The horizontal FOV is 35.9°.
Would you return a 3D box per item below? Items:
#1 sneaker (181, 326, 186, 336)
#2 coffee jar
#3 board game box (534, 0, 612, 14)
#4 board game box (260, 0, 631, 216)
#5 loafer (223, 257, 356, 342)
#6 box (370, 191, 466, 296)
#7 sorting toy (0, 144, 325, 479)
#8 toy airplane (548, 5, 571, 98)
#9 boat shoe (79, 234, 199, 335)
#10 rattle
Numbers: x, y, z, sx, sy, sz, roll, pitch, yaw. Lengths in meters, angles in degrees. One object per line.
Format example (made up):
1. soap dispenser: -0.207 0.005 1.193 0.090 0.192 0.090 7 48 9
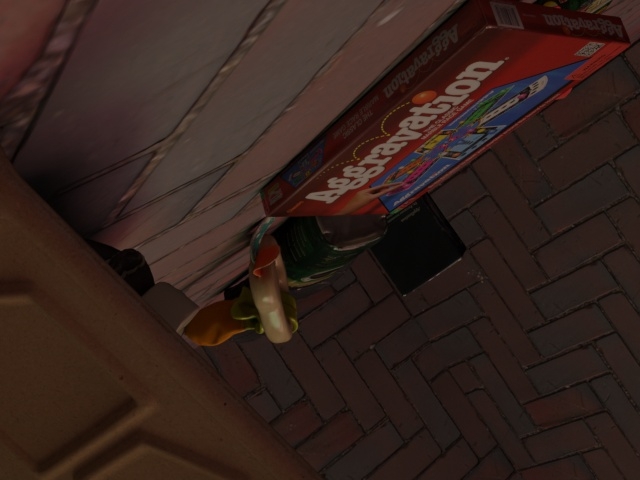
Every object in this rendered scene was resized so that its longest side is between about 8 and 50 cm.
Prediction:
1. sneaker: -0.234 0.149 1.210 0.188 0.067 0.078 -38 170 14
2. coffee jar: 0.000 0.000 1.197 0.096 0.079 0.184 -15 168 -28
3. board game box: 0.148 -0.155 0.874 0.259 0.030 0.136 -34 179 6
4. board game box: 0.083 -0.088 0.757 0.145 0.027 0.281 -1 157 -35
5. loafer: -0.060 0.048 1.516 0.109 0.095 0.302 11 140 -41
6. box: 0.107 -0.022 1.284 0.093 0.158 0.156 -35 177 11
7. sorting toy: -0.098 0.085 0.361 0.193 0.208 0.038 -36 -171 32
8. toy airplane: 0.140 -0.133 0.777 0.151 0.028 0.151 -17 156 -8
9. boat shoe: -0.140 0.057 0.520 0.117 0.096 0.324 -54 -176 -17
10. rattle: -0.099 0.047 1.094 0.142 0.130 0.200 5 168 9
